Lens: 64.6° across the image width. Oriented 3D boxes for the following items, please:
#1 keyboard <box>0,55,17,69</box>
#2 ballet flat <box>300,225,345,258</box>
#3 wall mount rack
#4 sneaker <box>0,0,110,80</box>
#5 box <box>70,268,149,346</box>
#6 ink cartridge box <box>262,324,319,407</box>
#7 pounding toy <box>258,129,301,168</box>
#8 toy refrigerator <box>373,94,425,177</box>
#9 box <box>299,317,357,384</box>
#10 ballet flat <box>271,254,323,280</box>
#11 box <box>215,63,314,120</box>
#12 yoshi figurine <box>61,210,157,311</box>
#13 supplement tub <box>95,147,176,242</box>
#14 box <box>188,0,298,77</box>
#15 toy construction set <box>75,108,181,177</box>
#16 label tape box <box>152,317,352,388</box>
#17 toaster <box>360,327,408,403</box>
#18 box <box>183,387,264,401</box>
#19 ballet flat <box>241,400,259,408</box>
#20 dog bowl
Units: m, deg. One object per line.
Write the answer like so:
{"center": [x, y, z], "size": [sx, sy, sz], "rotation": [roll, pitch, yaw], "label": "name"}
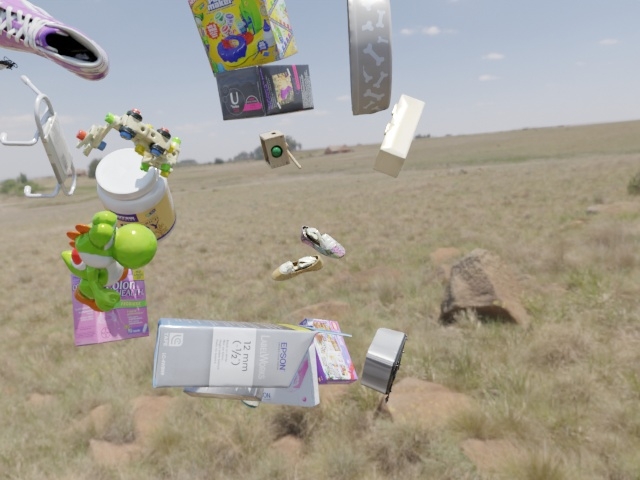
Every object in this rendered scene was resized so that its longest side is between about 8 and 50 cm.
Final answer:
{"center": [-0.977, -0.542, 1.523], "size": [0.100, 0.038, 0.192], "rotation": [2, 11, -39], "label": "keyboard"}
{"center": [0.000, 0.000, 1.936], "size": [0.077, 0.079, 0.221], "rotation": [-38, 45, -27], "label": "ballet flat"}
{"center": [-0.817, -0.304, 1.487], "size": [0.130, 0.350, 0.304], "rotation": [0, 51, -9], "label": "wall mount rack"}
{"center": [-0.541, -0.398, 0.948], "size": [0.282, 0.102, 0.161], "rotation": [18, 5, -20], "label": "sneaker"}
{"center": [-0.711, 0.222, 1.720], "size": [0.117, 0.243, 0.213], "rotation": [-12, -9, 27], "label": "box"}
{"center": [-0.165, 0.531, 2.163], "size": [0.324, 0.330, 0.071], "rotation": [-8, -4, 33], "label": "ink cartridge box"}
{"center": [-0.146, -0.319, 1.808], "size": [0.100, 0.130, 0.141], "rotation": [-17, 24, -12], "label": "pounding toy"}
{"center": [0.255, -0.346, 1.658], "size": [0.094, 0.269, 0.102], "rotation": [22, -31, 4], "label": "toy refrigerator"}
{"center": [0.034, 0.488, 2.226], "size": [0.201, 0.293, 0.057], "rotation": [15, -47, -42], "label": "box"}
{"center": [-0.104, 0.109, 2.175], "size": [0.232, 0.073, 0.080], "rotation": [-16, 48, -3], "label": "ballet flat"}
{"center": [-0.161, -0.451, 1.537], "size": [0.165, 0.143, 0.270], "rotation": [2, 18, 33], "label": "box"}
{"center": [-0.518, 0.057, 1.291], "size": [0.203, 0.203, 0.362], "rotation": [-24, -15, -35], "label": "yoshi figurine"}
{"center": [-0.677, -0.155, 1.872], "size": [0.241, 0.241, 0.331], "rotation": [-6, -31, -8], "label": "supplement tub"}
{"center": [-0.277, -0.781, 1.852], "size": [0.290, 0.279, 0.177], "rotation": [-6, 25, 24], "label": "box"}
{"center": [-0.587, -0.310, 1.603], "size": [0.327, 0.151, 0.215], "rotation": [12, -10, -43], "label": "toy construction set"}
{"center": [-0.144, 0.218, 0.995], "size": [0.347, 0.115, 0.249], "rotation": [7, -8, -17], "label": "label tape box"}
{"center": [0.217, 0.420, 1.735], "size": [0.110, 0.168, 0.186], "rotation": [16, 36, 15], "label": "toaster"}
{"center": [-0.267, 0.366, 1.476], "size": [0.231, 0.183, 0.056], "rotation": [-1, -34, 18], "label": "box"}
{"center": [-0.248, 0.516, 1.750], "size": [0.072, 0.068, 0.213], "rotation": [22, -7, -15], "label": "ballet flat"}
{"center": [0.124, -0.496, 1.320], "size": [0.102, 0.349, 0.349], "rotation": [-4, 9, 4], "label": "dog bowl"}
